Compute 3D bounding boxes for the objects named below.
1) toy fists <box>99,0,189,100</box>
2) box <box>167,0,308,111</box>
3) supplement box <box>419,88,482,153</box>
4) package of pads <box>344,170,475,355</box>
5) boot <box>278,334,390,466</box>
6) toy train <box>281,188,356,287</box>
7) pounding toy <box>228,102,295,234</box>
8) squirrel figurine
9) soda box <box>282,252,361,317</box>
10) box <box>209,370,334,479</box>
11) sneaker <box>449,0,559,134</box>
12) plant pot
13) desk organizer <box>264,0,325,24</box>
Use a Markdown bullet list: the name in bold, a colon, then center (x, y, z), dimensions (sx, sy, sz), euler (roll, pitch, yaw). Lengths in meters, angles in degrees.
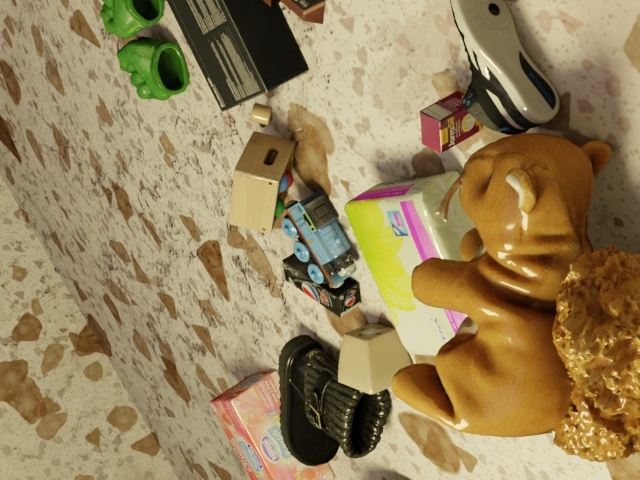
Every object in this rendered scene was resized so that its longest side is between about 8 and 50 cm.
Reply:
- **toy fists**: center (-0.365, -0.412, 2.143), dimensions (0.142, 0.096, 0.279), euler (17, 132, 54)
- **box**: center (-0.153, -0.370, 1.822), dimensions (0.184, 0.103, 0.261), euler (-10, 109, 58)
- **supplement box**: center (0.182, -0.167, 1.484), dimensions (0.043, 0.083, 0.055), euler (34, 144, 40)
- **package of pads**: center (0.174, 0.046, 1.687), dimensions (0.229, 0.101, 0.297), euler (-5, 112, 60)
- **boot**: center (0.032, 0.385, 2.224), dimensions (0.260, 0.131, 0.348), euler (30, 140, 44)
- **toy train**: center (0.000, 0.000, 1.961), dimensions (0.184, 0.080, 0.105), euler (60, 147, 0)
- **pounding toy**: center (-0.089, -0.150, 1.931), dimensions (0.094, 0.181, 0.206), euler (15, 132, 5)
- **squirrel figurine**: center (0.302, 0.064, 1.329), dimensions (0.397, 0.281, 0.370), euler (30, 123, 45)
- **soda box**: center (0.001, 0.079, 2.052), dimensions (0.169, 0.060, 0.053), euler (32, 143, 41)
- **box**: center (-0.116, 0.476, 2.547), dimensions (0.300, 0.142, 0.154), euler (62, 152, -5)
- **sneaker**: center (0.207, -0.229, 1.385), dimensions (0.217, 0.079, 0.121), euler (59, 151, -2)
- **plant pot**: center (0.098, 0.213, 1.985), dimensions (0.109, 0.109, 0.096), euler (11, 113, 55)
- **desk organizer**: center (-0.051, -0.388, 1.695), dimensions (0.130, 0.047, 0.050), euler (45, 151, 27)
